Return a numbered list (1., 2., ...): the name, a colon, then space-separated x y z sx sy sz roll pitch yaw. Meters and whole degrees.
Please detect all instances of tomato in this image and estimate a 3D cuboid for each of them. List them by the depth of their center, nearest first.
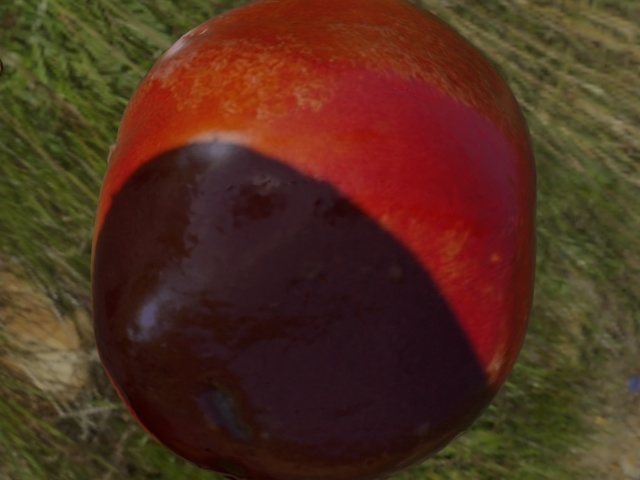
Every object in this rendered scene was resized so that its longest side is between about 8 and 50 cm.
1. tomato: 0.000 0.000 0.816 0.293 0.290 0.325 -79 170 -62

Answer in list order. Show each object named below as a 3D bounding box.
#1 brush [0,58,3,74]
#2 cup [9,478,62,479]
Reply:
1. brush: -0.200 -0.072 0.635 0.043 0.170 0.014 46 59 -17
2. cup: -0.170 0.314 0.897 0.280 0.196 0.196 40 74 -22
